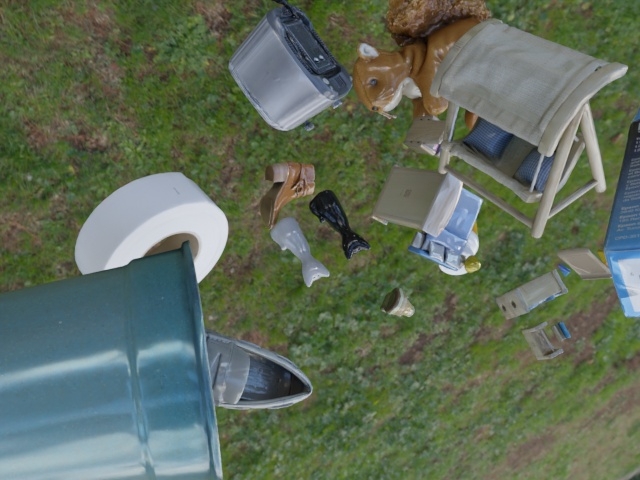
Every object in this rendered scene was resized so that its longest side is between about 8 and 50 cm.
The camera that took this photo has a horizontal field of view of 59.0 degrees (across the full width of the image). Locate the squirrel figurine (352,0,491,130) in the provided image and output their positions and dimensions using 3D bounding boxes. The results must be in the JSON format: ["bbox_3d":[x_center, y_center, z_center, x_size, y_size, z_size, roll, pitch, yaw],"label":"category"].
[{"bbox_3d":[0.273,-0.504,1.540,0.370,0.397,0.281,0,176,7],"label":"squirrel figurine"}]

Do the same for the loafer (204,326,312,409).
[{"bbox_3d":[-0.147,0.185,0.824,0.319,0.111,0.112,20,73,-40],"label":"loafer"}]

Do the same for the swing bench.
[{"bbox_3d":[0.322,-0.190,0.930,0.165,0.253,0.254,-33,136,-13],"label":"swing bench"}]

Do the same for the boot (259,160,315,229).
[{"bbox_3d":[-0.088,-0.128,1.609,0.152,0.073,0.197,-9,120,-39],"label":"boot"}]

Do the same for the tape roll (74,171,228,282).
[{"bbox_3d":[-0.322,0.008,1.111,0.286,0.100,0.286,-35,152,-22],"label":"tape roll"}]

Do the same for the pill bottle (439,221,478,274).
[{"bbox_3d":[0.404,-0.020,1.706,0.136,0.245,0.136,5,135,5],"label":"pill bottle"}]

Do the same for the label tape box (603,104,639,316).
[{"bbox_3d":[0.490,-0.070,0.645,0.347,0.249,0.115,-52,122,-40],"label":"label tape box"}]

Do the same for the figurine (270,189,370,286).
[{"bbox_3d":[0.000,0.000,1.549,0.215,0.209,0.092,-35,153,1],"label":"figurine"}]

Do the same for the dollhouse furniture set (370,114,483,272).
[{"bbox_3d":[0.322,-0.086,1.293,0.303,0.198,0.286,26,88,-30],"label":"dollhouse furniture set"}]

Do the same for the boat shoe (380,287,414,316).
[{"bbox_3d":[0.198,0.158,1.384,0.068,0.072,0.190,-63,178,-4],"label":"boat shoe"}]

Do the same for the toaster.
[{"bbox_3d":[-0.063,-0.309,1.019,0.146,0.227,0.129,-33,-172,35],"label":"toaster"}]

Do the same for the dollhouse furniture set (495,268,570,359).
[{"bbox_3d":[0.565,0.194,1.450,0.129,0.183,0.129,-24,169,-11],"label":"dollhouse furniture set"}]

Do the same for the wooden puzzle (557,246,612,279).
[{"bbox_3d":[0.450,0.038,0.960,0.078,0.116,0.014,45,69,-19],"label":"wooden puzzle"}]

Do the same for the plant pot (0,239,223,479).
[{"bbox_3d":[-0.322,0.188,0.763,0.334,0.341,0.341,-7,129,-15],"label":"plant pot"}]
